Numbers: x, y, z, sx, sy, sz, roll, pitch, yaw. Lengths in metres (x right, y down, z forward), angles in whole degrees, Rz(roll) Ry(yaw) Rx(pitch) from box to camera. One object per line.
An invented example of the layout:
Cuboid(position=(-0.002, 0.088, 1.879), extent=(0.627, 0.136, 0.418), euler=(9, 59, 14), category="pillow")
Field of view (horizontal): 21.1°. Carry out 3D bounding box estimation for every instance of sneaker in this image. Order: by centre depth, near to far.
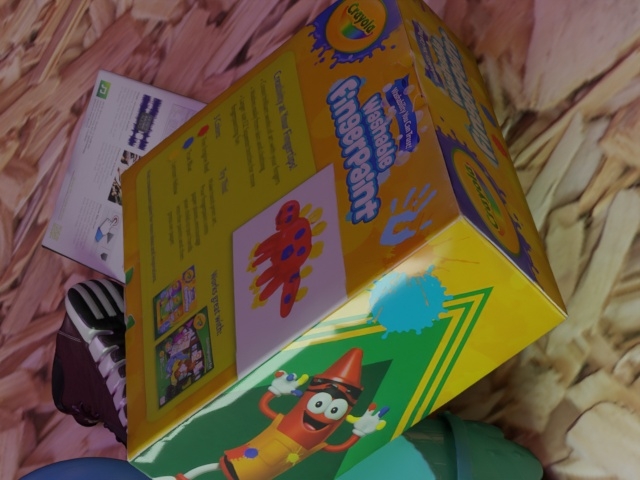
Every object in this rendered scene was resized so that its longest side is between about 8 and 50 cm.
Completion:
Cuboid(position=(-0.223, 0.193, 1.963), extent=(0.281, 0.106, 0.162), euler=(59, 137, 28), category="sneaker")

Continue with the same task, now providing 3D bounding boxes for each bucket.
Cuboid(position=(0.078, 0.292, 1.597), extent=(0.281, 0.183, 0.281), euler=(-12, 72, 39), category="bucket")

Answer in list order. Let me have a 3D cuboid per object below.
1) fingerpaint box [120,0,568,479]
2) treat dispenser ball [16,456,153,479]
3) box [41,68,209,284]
Cuboid(position=(0.000, 0.000, 1.615), extent=(0.371, 0.163, 0.445), euler=(-37, 32, 18), category="fingerpaint box")
Cuboid(position=(-0.237, 0.370, 1.783), extent=(0.288, 0.288, 0.288), euler=(-12, 72, 39), category="treat dispenser ball")
Cuboid(position=(-0.179, -0.053, 1.996), extent=(0.322, 0.058, 0.232), euler=(22, 94, 43), category="box")
